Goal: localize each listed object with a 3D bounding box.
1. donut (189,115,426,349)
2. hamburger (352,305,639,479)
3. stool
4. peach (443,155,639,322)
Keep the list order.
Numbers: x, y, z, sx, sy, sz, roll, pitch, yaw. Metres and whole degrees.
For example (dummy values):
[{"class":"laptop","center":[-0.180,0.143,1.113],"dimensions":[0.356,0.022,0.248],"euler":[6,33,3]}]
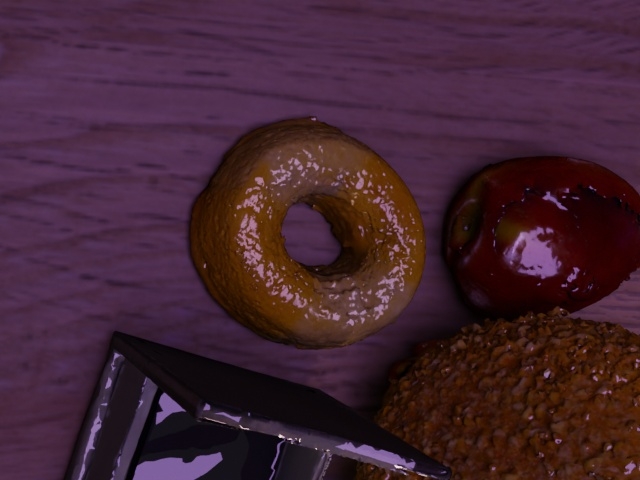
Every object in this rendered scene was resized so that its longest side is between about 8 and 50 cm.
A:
[{"class":"donut","center":[0.000,0.000,1.046],"dimensions":[0.178,0.065,0.162],"euler":[29,85,-18]},{"class":"hamburger","center":[0.149,0.186,1.000],"dimensions":[0.179,0.294,0.276],"euler":[39,59,-45]},{"class":"stool","center":[-0.070,0.211,0.933],"dimensions":[0.170,0.270,0.243],"euler":[18,90,-20]},{"class":"peach","center":[0.179,0.000,1.092],"dimensions":[0.172,0.092,0.127],"euler":[-2,92,-16]}]
